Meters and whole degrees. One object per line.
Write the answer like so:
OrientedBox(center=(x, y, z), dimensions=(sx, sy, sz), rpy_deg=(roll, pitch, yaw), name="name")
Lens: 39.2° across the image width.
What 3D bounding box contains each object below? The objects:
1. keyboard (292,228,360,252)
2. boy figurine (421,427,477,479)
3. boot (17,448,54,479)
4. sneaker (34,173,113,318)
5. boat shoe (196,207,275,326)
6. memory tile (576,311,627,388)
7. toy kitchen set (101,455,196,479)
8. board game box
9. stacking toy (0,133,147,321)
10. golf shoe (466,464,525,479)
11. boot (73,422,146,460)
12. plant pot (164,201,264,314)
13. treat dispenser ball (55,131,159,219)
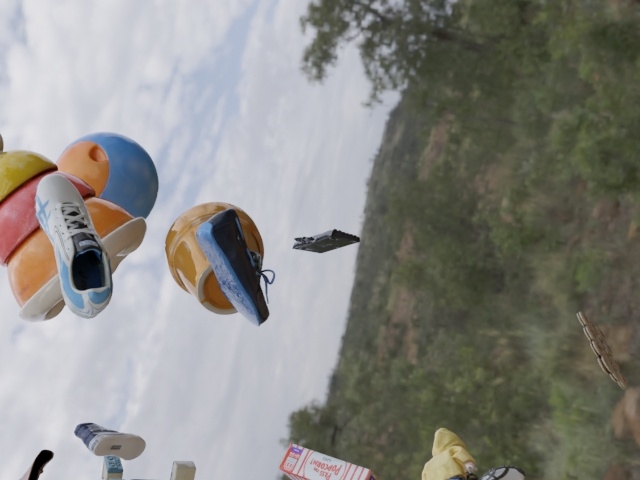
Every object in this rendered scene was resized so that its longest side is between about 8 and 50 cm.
OrientedBox(center=(0.000, 0.000, 2.000), dimensions=(0.180, 0.108, 0.023), rpy_deg=(-19, 65, 59), name="keyboard")
OrientedBox(center=(0.310, 0.576, 2.187), dimensions=(0.177, 0.092, 0.285), rpy_deg=(-45, 17, 22), name="boy figurine")
OrientedBox(center=(-0.809, 0.716, 2.360), dimensions=(0.280, 0.096, 0.264), rpy_deg=(-44, 13, 34), name="boot")
OrientedBox(center=(-0.357, -0.002, 1.325), dimensions=(0.086, 0.085, 0.237), rpy_deg=(-42, 63, 41), name="sneaker")
OrientedBox(center=(-0.134, 0.053, 1.636), dimensions=(0.089, 0.109, 0.258), rpy_deg=(-45, -38, -26), name="boat shoe")
OrientedBox(center=(0.543, 0.210, 1.728), dimensions=(0.113, 0.012, 0.148), rpy_deg=(37, -152, -39), name="memory tile")
OrientedBox(center=(-0.444, 0.596, 2.305), dimensions=(0.166, 0.207, 0.122), rpy_deg=(-141, 61, -65), name="toy kitchen set")
OrientedBox(center=(0.045, 0.381, 1.347), dimensions=(0.045, 0.146, 0.193), rpy_deg=(-61, -41, -24), name="board game box")
OrientedBox(center=(-0.657, -0.089, 2.020), dimensions=(0.350, 0.480, 0.350), rpy_deg=(-39, 3, 3), name="stacking toy")
OrientedBox(center=(0.431, 0.629, 2.268), dimensions=(0.094, 0.198, 0.077), rpy_deg=(-107, 10, -47), name="golf shoe")
OrientedBox(center=(-0.505, 0.477, 2.168), dimensions=(0.069, 0.086, 0.190), rpy_deg=(-58, -31, -2), name="boot")
OrientedBox(center=(-0.204, 0.050, 1.822), dimensions=(0.188, 0.205, 0.205), rpy_deg=(-122, 38, -61), name="plant pot")
OrientedBox(center=(-0.589, -0.154, 2.462), dimensions=(0.288, 0.288, 0.288), rpy_deg=(12, -90, -84), name="treat dispenser ball")
